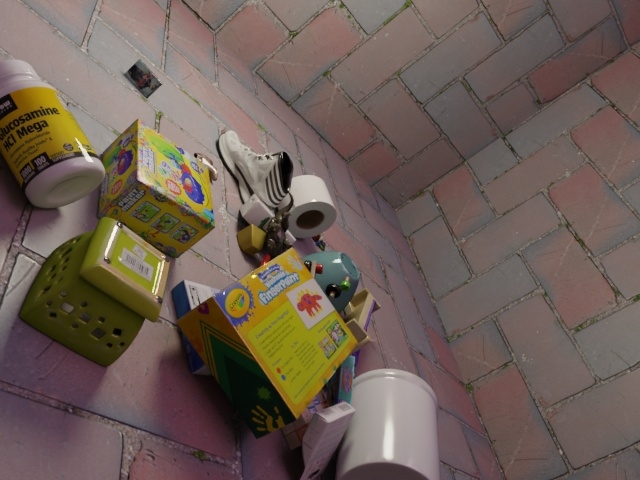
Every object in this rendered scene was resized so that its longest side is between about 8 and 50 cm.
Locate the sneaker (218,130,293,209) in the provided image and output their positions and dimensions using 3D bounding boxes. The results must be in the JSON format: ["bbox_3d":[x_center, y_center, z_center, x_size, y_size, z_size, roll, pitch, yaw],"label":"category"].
[{"bbox_3d":[-0.251,-0.334,2.330,0.169,0.258,0.447,16,43,-60],"label":"sneaker"}]

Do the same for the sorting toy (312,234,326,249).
[{"bbox_3d":[0.000,0.000,2.676,0.102,0.042,0.061,50,21,-15],"label":"sorting toy"}]

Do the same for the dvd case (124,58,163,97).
[{"bbox_3d":[-0.669,-0.611,2.082,0.119,0.087,0.013,48,18,-21],"label":"dvd case"}]

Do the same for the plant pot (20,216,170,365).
[{"bbox_3d":[-0.470,0.100,1.216,0.228,0.207,0.227,44,22,-31],"label":"plant pot"}]

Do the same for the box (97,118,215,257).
[{"bbox_3d":[-0.484,-0.151,1.634,0.279,0.177,0.289,34,28,-42],"label":"box"}]

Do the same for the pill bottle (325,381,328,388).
[{"bbox_3d":[0.031,0.424,1.970,0.193,0.108,0.108,60,21,15],"label":"pill bottle"}]

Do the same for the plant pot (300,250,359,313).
[{"bbox_3d":[0.048,0.156,2.309,0.290,0.195,0.290,45,22,-24],"label":"plant pot"}]

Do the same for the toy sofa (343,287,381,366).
[{"bbox_3d":[0.164,0.360,2.313,0.177,0.150,0.362,52,20,-5],"label":"toy sofa"}]

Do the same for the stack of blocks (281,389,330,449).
[{"bbox_3d":[-0.079,0.465,1.685,0.171,0.087,0.297,12,46,-61],"label":"stack of blocks"}]

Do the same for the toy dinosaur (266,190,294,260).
[{"bbox_3d":[-0.159,-0.026,2.033,0.121,0.160,0.313,-2,87,-21],"label":"toy dinosaur"}]

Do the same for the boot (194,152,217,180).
[{"bbox_3d":[-0.450,-0.288,2.137,0.087,0.042,0.118,19,38,-48],"label":"boot"}]

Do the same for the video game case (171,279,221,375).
[{"bbox_3d":[-0.290,0.261,1.574,0.244,0.061,0.269,25,35,-51],"label":"video game case"}]

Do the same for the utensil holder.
[{"bbox_3d":[0.211,0.646,1.713,0.327,0.328,0.385,49,22,-14],"label":"utensil holder"}]

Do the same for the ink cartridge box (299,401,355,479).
[{"bbox_3d":[-0.001,0.576,1.557,0.056,0.224,0.181,31,10,27],"label":"ink cartridge box"}]

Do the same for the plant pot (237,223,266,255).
[{"bbox_3d":[-0.256,0.005,2.044,0.081,0.081,0.083,37,36,-40],"label":"plant pot"}]

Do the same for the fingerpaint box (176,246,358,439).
[{"bbox_3d":[-0.128,0.264,1.553,0.371,0.163,0.445,55,28,0],"label":"fingerpaint box"}]

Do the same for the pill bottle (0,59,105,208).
[{"bbox_3d":[-0.686,-0.260,1.333,0.333,0.188,0.188,56,20,7],"label":"pill bottle"}]

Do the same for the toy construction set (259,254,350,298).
[{"bbox_3d":[-0.099,0.206,1.920,0.309,0.257,0.237,30,38,-8],"label":"toy construction set"}]

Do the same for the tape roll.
[{"bbox_3d":[-0.066,-0.151,2.473,0.246,0.246,0.169,33,29,-46],"label":"tape roll"}]

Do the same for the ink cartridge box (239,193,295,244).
[{"bbox_3d":[-0.212,-0.065,2.169,0.219,0.092,0.160,47,0,-18],"label":"ink cartridge box"}]

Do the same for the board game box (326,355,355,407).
[{"bbox_3d":[0.061,0.474,1.773,0.047,0.210,0.160,10,63,-6],"label":"board game box"}]
